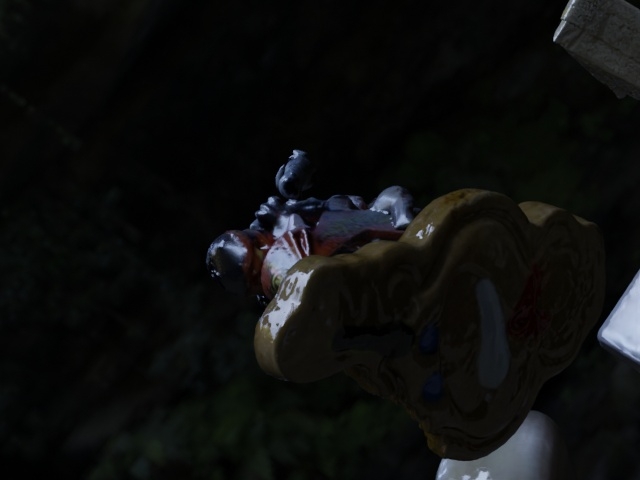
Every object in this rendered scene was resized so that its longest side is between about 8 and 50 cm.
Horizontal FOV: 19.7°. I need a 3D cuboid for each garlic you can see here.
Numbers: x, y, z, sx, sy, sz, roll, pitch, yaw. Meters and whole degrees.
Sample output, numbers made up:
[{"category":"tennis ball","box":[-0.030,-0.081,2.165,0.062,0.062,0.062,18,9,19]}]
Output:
[{"category":"garlic","box":[0.168,0.283,1.610,0.279,0.132,0.325,84,-177,-49]}]

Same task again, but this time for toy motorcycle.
[{"category":"toy motorcycle","box":[0.000,0.000,1.738,0.401,0.207,0.134,-94,1,-75]}]

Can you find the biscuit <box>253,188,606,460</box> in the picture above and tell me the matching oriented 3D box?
[{"category":"biscuit","box":[0.084,0.055,1.218,0.320,0.047,0.183,10,-88,-45]}]

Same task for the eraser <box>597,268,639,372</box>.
[{"category":"eraser","box":[0.317,-0.002,1.153,0.270,0.174,0.095,-57,-15,-1]}]

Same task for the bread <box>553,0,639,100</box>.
[{"category":"bread","box":[0.293,-0.205,1.878,0.077,0.152,0.105,-61,20,1]}]
